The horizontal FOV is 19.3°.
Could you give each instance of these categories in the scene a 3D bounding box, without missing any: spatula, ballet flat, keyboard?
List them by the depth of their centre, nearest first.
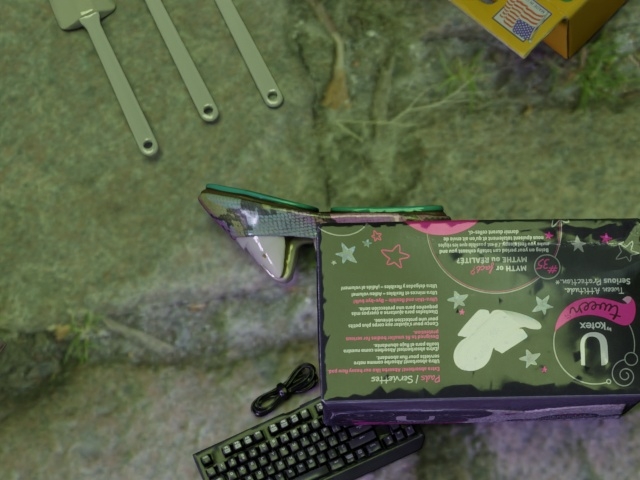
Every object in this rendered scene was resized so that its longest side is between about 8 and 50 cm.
[{"bbox_3d":[-0.015,0.157,1.547,0.180,0.023,0.108,-24,66,-3],"label":"keyboard"},{"bbox_3d":[0.000,0.000,1.589,0.221,0.077,0.079,6,88,10],"label":"ballet flat"},{"bbox_3d":[-0.144,-0.193,1.716,0.168,0.019,0.242,-23,67,-8],"label":"spatula"}]

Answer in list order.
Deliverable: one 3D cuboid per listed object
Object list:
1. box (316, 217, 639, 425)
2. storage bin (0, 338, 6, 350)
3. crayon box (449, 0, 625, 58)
[{"bbox_3d":[0.121,0.069,1.469,0.247,0.163,0.142,0,78,1],"label":"box"},{"bbox_3d":[-0.431,0.030,1.533,0.262,0.260,0.123,32,79,19],"label":"storage bin"},{"bbox_3d":[0.217,-0.308,1.673,0.203,0.083,0.323,41,78,21],"label":"crayon box"}]
